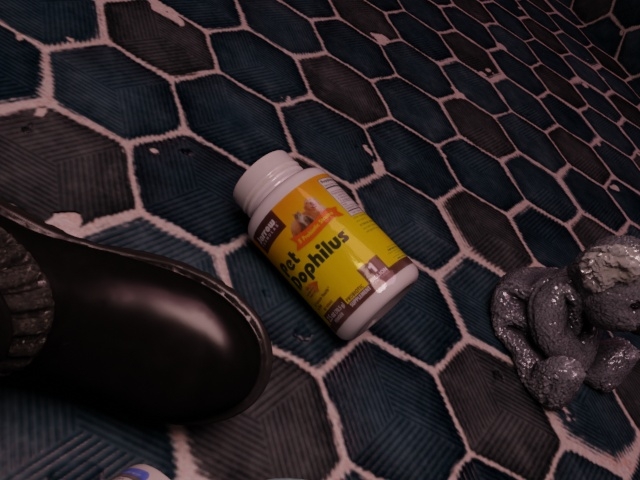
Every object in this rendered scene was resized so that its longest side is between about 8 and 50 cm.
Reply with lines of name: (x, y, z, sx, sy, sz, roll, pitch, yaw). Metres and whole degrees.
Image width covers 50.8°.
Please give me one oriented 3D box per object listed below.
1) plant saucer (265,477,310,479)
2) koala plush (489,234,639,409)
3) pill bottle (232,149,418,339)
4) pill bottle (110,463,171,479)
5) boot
plant saucer: (0.037, 0.238, 0.533, 0.195, 0.195, 0.037, 19, 81, -23)
koala plush: (0.355, 0.074, 0.882, 0.196, 0.221, 0.203, -4, 53, -40)
pill bottle: (0.000, 0.000, 0.764, 0.215, 0.117, 0.117, 47, 38, 13)
pill bottle: (-0.155, 0.217, 0.443, 0.078, 0.078, 0.137, 47, 38, 12)
boot: (-0.196, 0.064, 0.442, 0.348, 0.131, 0.260, 21, 3, -7)
